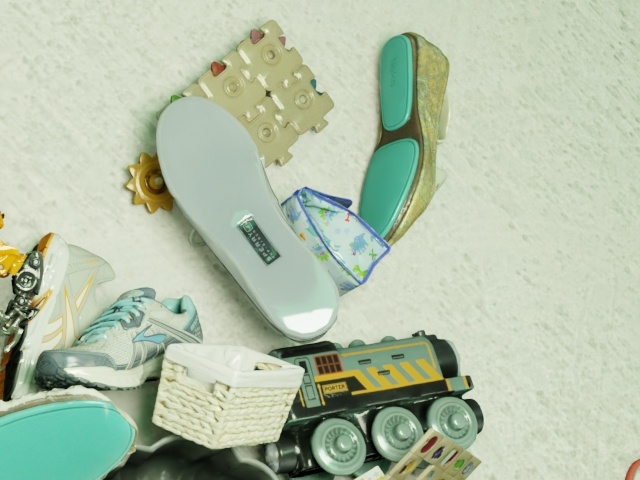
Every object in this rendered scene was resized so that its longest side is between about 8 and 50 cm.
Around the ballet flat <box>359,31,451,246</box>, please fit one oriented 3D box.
[{"bbox_3d":[0.138,-0.139,1.818,0.123,0.123,0.348,14,71,-22],"label":"ballet flat"}]

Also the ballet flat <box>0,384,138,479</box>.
[{"bbox_3d":[-0.413,0.269,1.392,0.409,0.147,0.147,-26,88,-15],"label":"ballet flat"}]

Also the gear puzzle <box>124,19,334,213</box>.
[{"bbox_3d":[-0.137,-0.149,1.726,0.339,0.044,0.175,-44,106,-24],"label":"gear puzzle"}]

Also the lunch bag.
[{"bbox_3d":[0.000,0.000,1.699,0.151,0.129,0.096,42,58,-8],"label":"lunch bag"}]

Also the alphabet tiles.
[{"bbox_3d":[0.099,0.354,1.615,0.237,0.198,0.009,-46,57,2],"label":"alphabet tiles"}]

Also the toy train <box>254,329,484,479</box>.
[{"bbox_3d":[0.066,0.223,1.674,0.334,0.142,0.190,-7,70,-27],"label":"toy train"}]

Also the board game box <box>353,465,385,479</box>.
[{"bbox_3d":[0.020,0.354,1.599,0.103,0.154,0.026,-24,68,-29],"label":"board game box"}]

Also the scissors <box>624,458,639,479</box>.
[{"bbox_3d":[0.430,0.432,1.850,0.297,0.021,0.109,-28,91,-30],"label":"scissors"}]

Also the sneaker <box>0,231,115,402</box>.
[{"bbox_3d":[-0.322,0.125,1.534,0.121,0.099,0.262,20,70,-24],"label":"sneaker"}]

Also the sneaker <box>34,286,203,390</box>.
[{"bbox_3d":[-0.248,0.120,1.512,0.283,0.110,0.122,0,86,-61],"label":"sneaker"}]

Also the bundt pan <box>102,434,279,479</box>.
[{"bbox_3d":[-0.183,0.407,1.505,0.331,0.124,0.330,7,73,-25],"label":"bundt pan"}]

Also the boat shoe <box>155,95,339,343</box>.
[{"bbox_3d":[-0.099,-0.018,1.646,0.136,0.156,0.367,-34,81,-14],"label":"boat shoe"}]

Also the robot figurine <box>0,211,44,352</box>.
[{"bbox_3d":[-0.457,0.085,1.427,0.211,0.085,0.291,36,75,-22],"label":"robot figurine"}]

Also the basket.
[{"bbox_3d":[-0.114,0.191,1.520,0.167,0.113,0.103,8,98,-60],"label":"basket"}]
